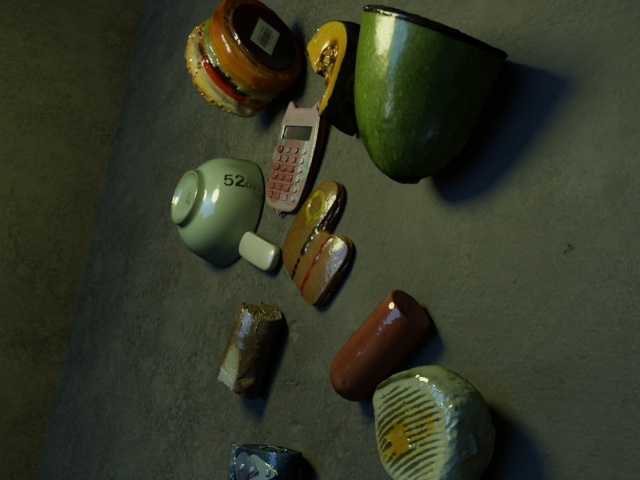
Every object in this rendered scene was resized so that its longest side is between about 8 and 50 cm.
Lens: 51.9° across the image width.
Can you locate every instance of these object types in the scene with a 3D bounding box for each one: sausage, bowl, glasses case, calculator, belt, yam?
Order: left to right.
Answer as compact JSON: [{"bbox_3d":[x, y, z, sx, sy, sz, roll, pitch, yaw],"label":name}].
[{"bbox_3d":[-0.346,-0.110,2.055,0.354,0.185,0.354,-28,54,45],"label":"bowl"},{"bbox_3d":[-0.185,0.282,1.717,0.128,0.129,0.238,-59,-10,-88],"label":"yam"},{"bbox_3d":[-0.176,0.030,1.875,0.204,0.051,0.081,30,100,55],"label":"glasses case"},{"bbox_3d":[-0.121,0.538,1.512,0.218,0.122,0.129,-19,61,56],"label":"belt"},{"bbox_3d":[-0.073,-0.229,1.862,0.220,0.048,0.330,18,92,54],"label":"calculator"},{"bbox_3d":[0.110,0.226,1.348,0.259,0.113,0.114,-54,39,23],"label":"sausage"}]

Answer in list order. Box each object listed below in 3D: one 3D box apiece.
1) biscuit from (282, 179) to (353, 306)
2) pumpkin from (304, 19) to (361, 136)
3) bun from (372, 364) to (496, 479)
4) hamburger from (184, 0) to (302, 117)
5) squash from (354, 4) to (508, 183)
[{"bbox_3d":[-0.002,-0.001,1.649,0.262,0.052,0.277,-56,38,22],"label":"biscuit"},{"bbox_3d":[0.042,-0.428,1.708,0.190,0.139,0.281,21,90,51],"label":"pumpkin"},{"bbox_3d":[0.203,0.319,1.144,0.243,0.153,0.244,8,100,54],"label":"bun"},{"bbox_3d":[-0.235,-0.550,1.994,0.250,0.330,0.330,-36,48,42],"label":"hamburger"},{"bbox_3d":[0.178,-0.280,1.343,0.310,0.310,0.309,42,116,53],"label":"squash"}]
